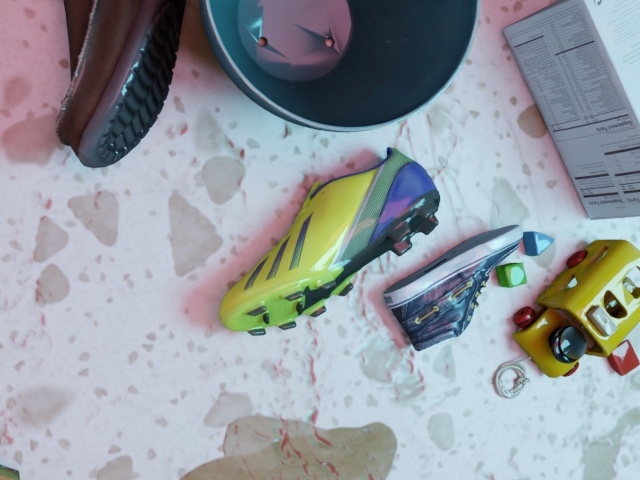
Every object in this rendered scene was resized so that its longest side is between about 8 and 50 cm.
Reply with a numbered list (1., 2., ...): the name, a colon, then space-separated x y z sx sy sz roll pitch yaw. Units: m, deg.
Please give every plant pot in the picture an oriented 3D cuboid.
1. plant pot: -0.003 -0.251 1.251 0.290 0.195 0.290 0 89 -18

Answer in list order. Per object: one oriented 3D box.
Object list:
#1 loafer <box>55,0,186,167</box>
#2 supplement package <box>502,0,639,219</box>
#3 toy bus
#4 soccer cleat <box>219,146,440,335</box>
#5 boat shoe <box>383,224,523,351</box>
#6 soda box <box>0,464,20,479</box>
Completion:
1. loafer: -0.214 -0.251 1.239 0.130 0.134 0.366 13 74 7
2. supplement package: 0.385 -0.185 1.368 0.199 0.198 0.263 -28 97 -16
3. toy bus: 0.315 0.090 1.391 0.191 0.104 0.202 1 88 -17
4. soccer cleat: 0.000 0.000 1.320 0.289 0.093 0.121 -33 68 -10
5. boat shoe: 0.168 0.054 1.371 0.183 0.065 0.083 -29 99 -9
6. soda box: -0.369 0.315 1.200 0.058 0.061 0.181 23 82 -15
